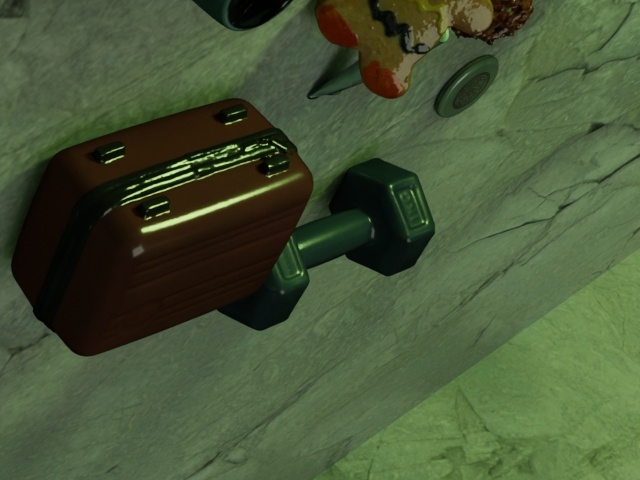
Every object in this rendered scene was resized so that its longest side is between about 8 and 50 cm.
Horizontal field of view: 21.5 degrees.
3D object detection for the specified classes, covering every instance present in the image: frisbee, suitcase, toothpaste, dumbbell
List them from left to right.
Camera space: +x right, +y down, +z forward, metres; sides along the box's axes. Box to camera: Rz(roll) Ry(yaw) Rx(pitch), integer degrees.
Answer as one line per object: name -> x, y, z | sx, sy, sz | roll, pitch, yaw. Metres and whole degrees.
suitcase -> -0.172, -0.016, 1.838 | 0.297, 0.161, 0.236 | -22, 153, -41
dumbbell -> 0.000, 0.000, 2.197 | 0.316, 0.143, 0.156 | -21, 152, -40
toothpaste -> 0.067, -0.207, 1.965 | 0.056, 0.036, 0.205 | -14, 172, -44
frisbee -> 0.202, -0.208, 2.302 | 0.110, 0.014, 0.110 | -35, 158, -16

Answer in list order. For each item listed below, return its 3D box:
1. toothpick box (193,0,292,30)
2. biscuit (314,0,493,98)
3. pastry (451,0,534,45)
toothpick box -> -0.094, -0.268, 1.426 | 0.120, 0.184, 0.120 | -33, 159, -15
biscuit -> 0.118, -0.277, 1.838 | 0.250, 0.165, 0.036 | -39, -157, 13
pastry -> 0.183, -0.298, 1.967 | 0.115, 0.097, 0.208 | -28, 163, 21
